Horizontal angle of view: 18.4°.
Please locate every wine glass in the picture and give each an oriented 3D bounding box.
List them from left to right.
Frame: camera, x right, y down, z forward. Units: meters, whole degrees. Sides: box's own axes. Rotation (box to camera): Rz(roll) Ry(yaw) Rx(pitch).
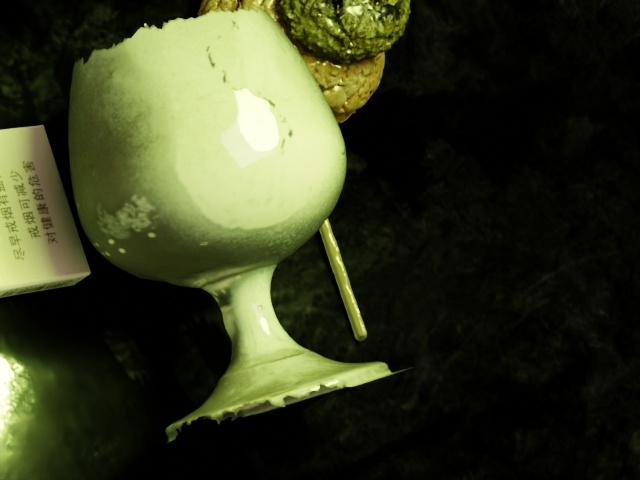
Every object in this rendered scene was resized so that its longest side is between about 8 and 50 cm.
[{"bbox_3d":[-0.074,-0.016,1.599,0.238,0.238,0.322,-13,87,-40],"label":"wine glass"}]

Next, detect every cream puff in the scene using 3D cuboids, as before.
[{"bbox_3d":[0.001,-0.201,1.770,0.183,0.169,0.183,15,63,-32],"label":"cream puff"}]

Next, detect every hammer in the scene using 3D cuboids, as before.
[{"bbox_3d":[0.000,0.000,1.776,0.060,0.028,0.195,-13,80,-34],"label":"hammer"}]

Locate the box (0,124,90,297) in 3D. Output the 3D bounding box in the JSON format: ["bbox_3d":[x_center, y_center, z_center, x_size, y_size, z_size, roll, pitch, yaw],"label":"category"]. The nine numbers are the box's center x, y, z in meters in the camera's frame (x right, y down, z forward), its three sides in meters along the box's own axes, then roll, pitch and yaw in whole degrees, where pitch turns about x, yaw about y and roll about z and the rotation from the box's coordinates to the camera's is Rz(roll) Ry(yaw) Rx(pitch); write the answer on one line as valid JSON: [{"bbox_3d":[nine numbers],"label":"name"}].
[{"bbox_3d":[-0.306,-0.014,1.544,0.245,0.035,0.139,-12,78,-39],"label":"box"}]
